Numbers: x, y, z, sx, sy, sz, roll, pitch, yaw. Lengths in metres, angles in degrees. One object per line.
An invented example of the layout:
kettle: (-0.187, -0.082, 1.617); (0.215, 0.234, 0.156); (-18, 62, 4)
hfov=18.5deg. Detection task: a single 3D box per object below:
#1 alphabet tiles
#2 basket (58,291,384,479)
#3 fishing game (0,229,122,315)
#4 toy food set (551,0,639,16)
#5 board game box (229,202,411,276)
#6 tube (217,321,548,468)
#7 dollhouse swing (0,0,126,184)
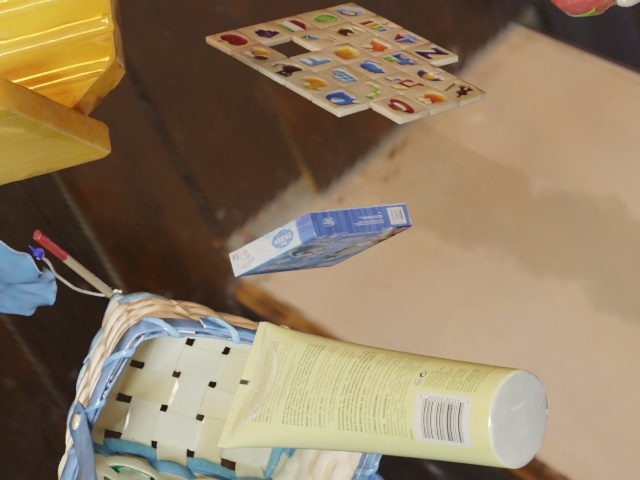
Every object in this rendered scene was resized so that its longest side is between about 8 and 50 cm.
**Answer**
alphabet tiles: (0.038, -0.172, 1.912); (0.198, 0.237, 0.009); (-18, 127, -39)
basket: (-0.061, 0.162, 1.428); (0.255, 0.289, 0.201); (16, 100, -19)
fishing game: (-0.306, 0.019, 1.636); (0.189, 0.264, 0.041); (46, 46, -56)
toy food set: (0.183, -0.220, 1.514); (0.128, 0.218, 0.071); (-37, 149, -35)
board game box: (0.000, 0.000, 1.336); (0.090, 0.090, 0.020); (-6, 76, -42)
tube: (0.034, 0.102, 1.262); (0.070, 0.240, 0.062); (-34, 117, -43)
dollhouse swing: (-0.351, -0.242, 1.437); (0.315, 0.346, 0.305); (-14, 153, 11)
